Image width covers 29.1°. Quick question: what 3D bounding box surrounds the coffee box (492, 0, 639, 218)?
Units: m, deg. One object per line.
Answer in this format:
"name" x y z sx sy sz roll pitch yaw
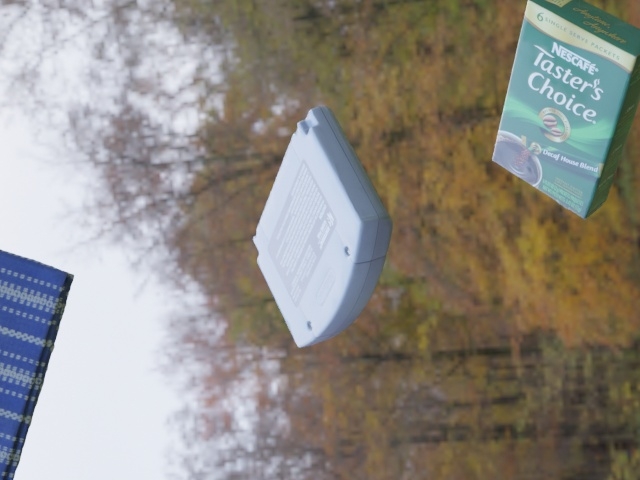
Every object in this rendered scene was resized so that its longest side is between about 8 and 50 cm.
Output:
"coffee box" 0.216 -0.119 1.075 0.040 0.113 0.184 -35 -31 -34

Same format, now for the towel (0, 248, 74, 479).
"towel" -0.388 0.156 1.144 0.040 0.243 0.336 137 149 -84

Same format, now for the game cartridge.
"game cartridge" 0.000 0.000 0.430 0.056 0.017 0.083 67 153 26
